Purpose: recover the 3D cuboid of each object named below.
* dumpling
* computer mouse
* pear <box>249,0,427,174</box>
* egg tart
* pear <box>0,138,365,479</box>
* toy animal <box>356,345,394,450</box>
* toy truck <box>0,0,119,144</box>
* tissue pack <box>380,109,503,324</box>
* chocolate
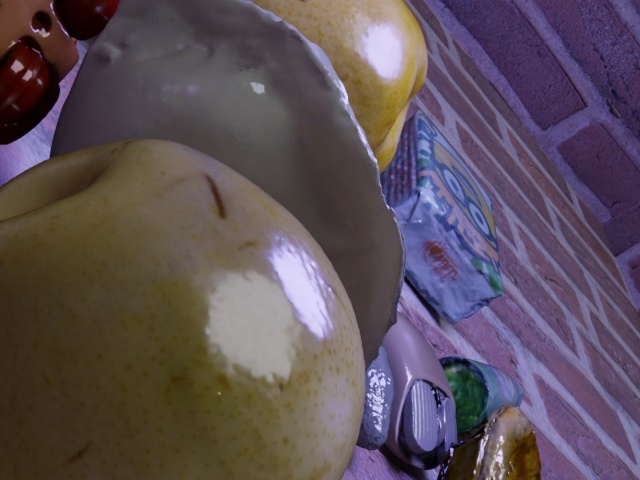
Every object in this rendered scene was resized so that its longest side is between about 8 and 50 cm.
[{"bbox_3d":[-0.072,-0.003,1.085,0.316,0.395,0.233,22,29,34],"label":"dumpling"},{"bbox_3d":[0.107,0.176,1.685,0.145,0.082,0.236,38,26,-48],"label":"computer mouse"},{"bbox_3d":[-0.035,-0.196,1.546,0.314,0.314,0.314,49,20,-26],"label":"pear"},{"bbox_3d":[0.203,0.316,1.611,0.241,0.106,0.241,3,90,-67],"label":"egg tart"},{"bbox_3d":[-0.121,0.085,0.889,0.309,0.309,0.309,49,20,-26],"label":"pear"},{"bbox_3d":[0.041,0.142,1.570,0.070,0.079,0.253,44,23,-34],"label":"toy animal"},{"bbox_3d":[-0.301,-0.208,1.134,0.189,0.239,0.265,49,61,-26],"label":"toy truck"},{"bbox_3d":[0.184,-0.040,2.147,0.228,0.128,0.311,49,20,-21],"label":"tissue pack"},{"bbox_3d":[0.231,0.222,1.910,0.110,0.110,0.291,64,17,17],"label":"chocolate"}]
